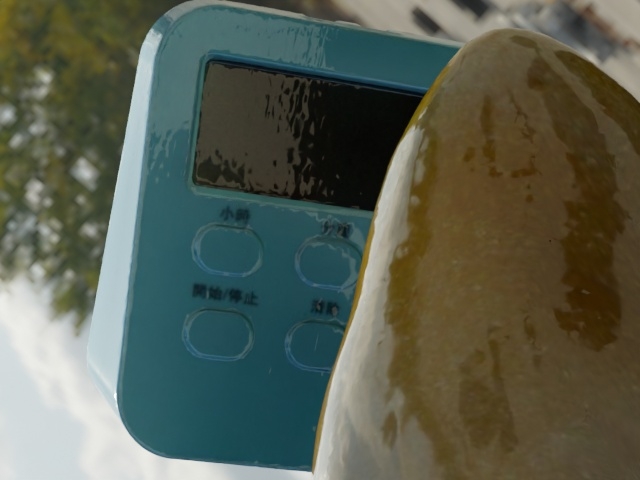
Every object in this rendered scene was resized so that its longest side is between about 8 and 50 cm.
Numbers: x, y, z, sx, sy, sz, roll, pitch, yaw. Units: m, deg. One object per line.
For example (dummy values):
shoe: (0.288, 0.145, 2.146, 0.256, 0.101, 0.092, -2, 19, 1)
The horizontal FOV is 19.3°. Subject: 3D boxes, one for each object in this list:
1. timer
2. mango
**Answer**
timer: (0.000, 0.000, 1.063, 0.232, 0.250, 0.091, 7, -172, -18)
mango: (0.100, 0.097, 0.775, 0.222, 0.199, 0.384, 1, -111, -26)
